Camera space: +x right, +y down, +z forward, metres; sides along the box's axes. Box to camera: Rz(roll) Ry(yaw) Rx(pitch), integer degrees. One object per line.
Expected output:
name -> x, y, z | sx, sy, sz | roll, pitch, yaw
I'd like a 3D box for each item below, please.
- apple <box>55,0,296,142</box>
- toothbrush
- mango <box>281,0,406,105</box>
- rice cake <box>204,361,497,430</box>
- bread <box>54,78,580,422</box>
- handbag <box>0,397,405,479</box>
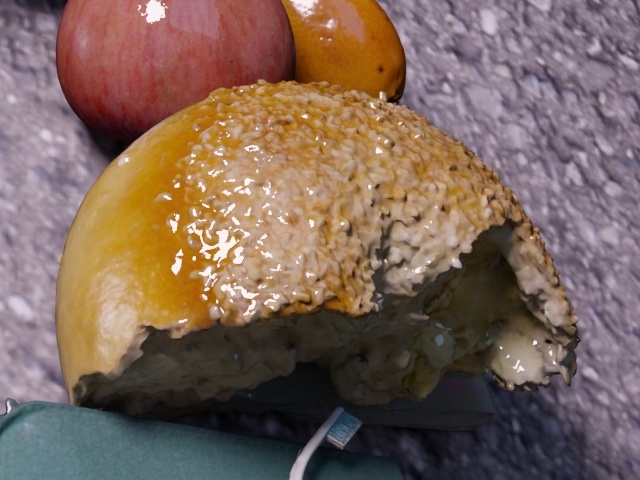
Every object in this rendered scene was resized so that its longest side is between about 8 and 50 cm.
apple -> -0.091, -0.125, 1.181 | 0.153, 0.120, 0.153 | 3, 19, -1
toothbrush -> -0.025, 0.153, 0.988 | 0.022, 0.017, 0.204 | 23, 41, 11
mango -> -0.014, -0.136, 1.269 | 0.159, 0.105, 0.084 | 31, 47, -2
rice cake -> 0.000, 0.061, 1.177 | 0.237, 0.043, 0.127 | 4, 58, -29
bread -> 0.002, -0.004, 1.080 | 0.314, 0.171, 0.192 | 3, 62, -27
handbag -> -0.064, 0.230, 0.983 | 0.274, 0.100, 0.268 | 8, 51, -29
